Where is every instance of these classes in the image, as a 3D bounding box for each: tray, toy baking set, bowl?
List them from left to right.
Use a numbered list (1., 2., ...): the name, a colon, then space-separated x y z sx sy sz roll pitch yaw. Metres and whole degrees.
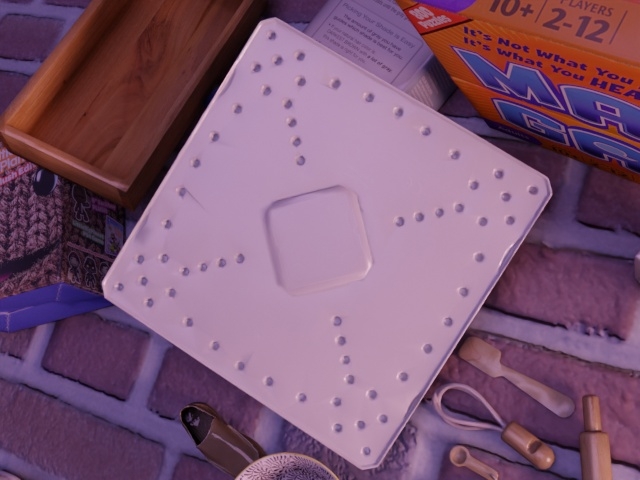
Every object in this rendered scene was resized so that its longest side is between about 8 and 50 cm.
1. tray: -0.257 -0.261 1.042 0.203 0.076 0.410 25 67 5
2. bowl: -0.026 0.333 0.822 0.170 0.080 0.170 -8 69 21
3. toy baking set: 0.214 0.231 0.779 0.197 0.030 0.256 -1 72 24

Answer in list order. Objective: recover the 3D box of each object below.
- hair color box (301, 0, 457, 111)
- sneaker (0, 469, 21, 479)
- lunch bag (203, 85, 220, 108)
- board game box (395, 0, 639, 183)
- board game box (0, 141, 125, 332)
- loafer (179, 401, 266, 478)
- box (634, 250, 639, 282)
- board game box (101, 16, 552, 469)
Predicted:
1. hair color box: 0.111 -0.280 0.954 0.185 0.113 0.374 40 92 28
2. sneaker: -0.500 0.370 1.017 0.258 0.091 0.094 -8 73 43
3. lunch bag: -0.122 -0.198 1.055 0.098 0.067 0.065 -36 62 10
4. board game box: 0.353 -0.262 0.680 0.356 0.356 0.356 28 93 29
5. board game box: -0.436 -0.031 1.093 0.232 0.141 0.290 -16 67 18
6. loafer: -0.129 0.258 0.910 0.148 0.050 0.056 29 86 29
7. box: 0.389 0.029 0.731 0.087 0.102 0.101 -47 62 5
8. board game box: 0.000 0.000 0.846 0.390 0.050 0.389 32 93 7
